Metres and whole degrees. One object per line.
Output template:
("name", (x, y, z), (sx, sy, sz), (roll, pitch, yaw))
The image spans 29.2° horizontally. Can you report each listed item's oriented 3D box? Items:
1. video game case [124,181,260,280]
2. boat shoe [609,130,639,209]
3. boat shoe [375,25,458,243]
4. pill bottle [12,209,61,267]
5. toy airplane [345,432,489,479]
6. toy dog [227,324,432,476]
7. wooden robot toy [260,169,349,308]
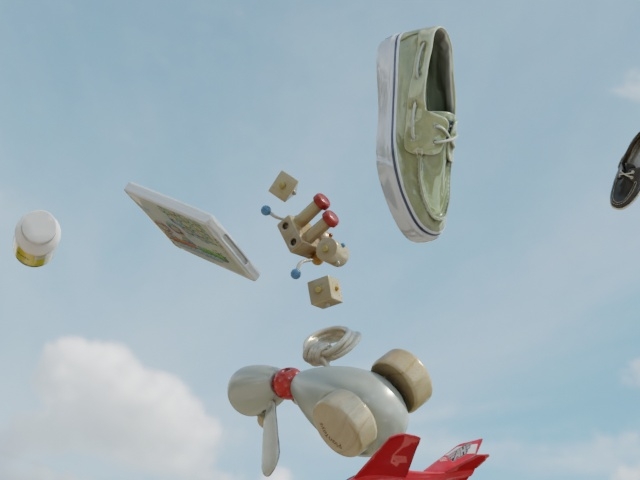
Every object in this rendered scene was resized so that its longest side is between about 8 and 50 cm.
("video game case", (-0.166, -0.011, 1.600), (0.157, 0.019, 0.143), (22, -20, 36))
("boat shoe", (0.451, -0.103, 1.774), (0.046, 0.125, 0.038), (27, -10, 37))
("boat shoe", (0.137, -0.149, 1.658), (0.094, 0.302, 0.109), (-18, -18, 42))
("pill bottle", (-0.401, -0.005, 1.739), (0.065, 0.065, 0.116), (20, -20, -11))
("toy airplane", (0.067, 0.185, 0.957), (0.151, 0.028, 0.151), (-19, -26, -10))
("toy dog", (0.018, 0.240, 1.628), (0.333, 0.220, 0.161), (14, -56, 69))
("wooden robot toy", (0.000, 0.000, 1.401), (0.076, 0.173, 0.079), (-36, -30, 17))
